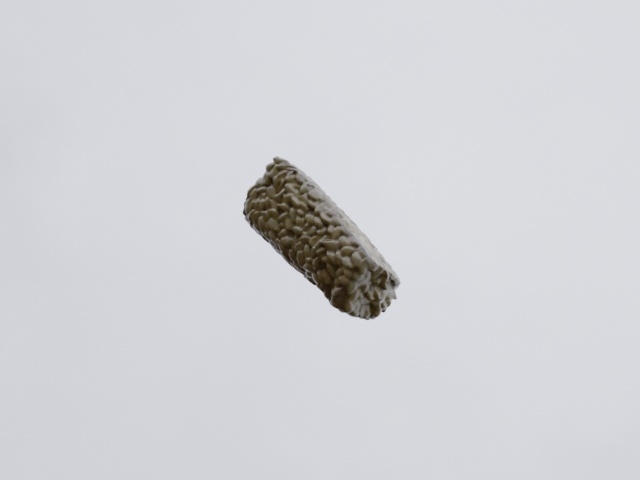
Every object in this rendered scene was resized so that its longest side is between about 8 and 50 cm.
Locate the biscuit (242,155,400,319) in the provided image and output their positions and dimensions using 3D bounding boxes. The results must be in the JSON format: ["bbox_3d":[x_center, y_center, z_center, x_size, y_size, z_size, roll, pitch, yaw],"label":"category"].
[{"bbox_3d":[0.000,0.000,1.237,0.070,0.082,0.168,-51,-125,9],"label":"biscuit"}]
